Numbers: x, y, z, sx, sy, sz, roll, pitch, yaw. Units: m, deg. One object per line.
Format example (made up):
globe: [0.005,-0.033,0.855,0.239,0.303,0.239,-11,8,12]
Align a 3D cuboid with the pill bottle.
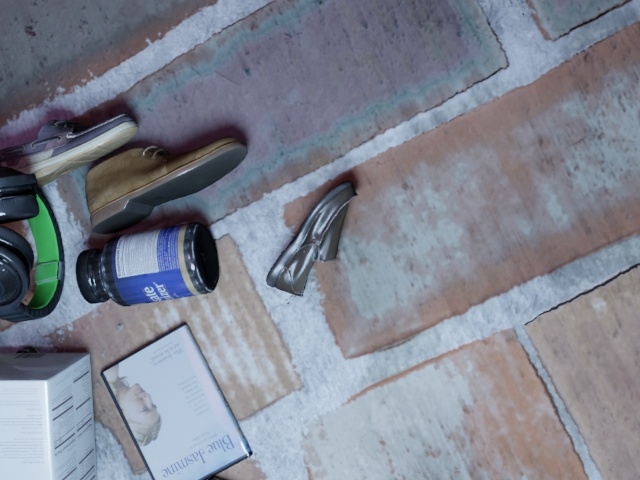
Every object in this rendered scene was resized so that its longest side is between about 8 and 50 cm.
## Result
pill bottle: [-0.291,0.044,1.682,0.219,0.123,0.123,-10,85,13]

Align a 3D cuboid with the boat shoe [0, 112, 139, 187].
boat shoe: [-0.452,-0.166,1.742,0.285,0.103,0.092,-23,87,18]

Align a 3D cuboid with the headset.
headset: [-0.550,-0.013,1.611,0.185,0.394,0.244,-9,63,11]

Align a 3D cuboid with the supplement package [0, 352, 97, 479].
supplement package: [-0.499,0.334,1.654,0.199,0.198,0.263,-1,97,7]

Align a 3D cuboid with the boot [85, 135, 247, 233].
boot: [-0.271,-0.123,1.699,0.305,0.112,0.115,-23,72,14]

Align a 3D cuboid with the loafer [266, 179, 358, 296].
loafer: [0.000,0.000,1.644,0.078,0.080,0.220,36,101,3]

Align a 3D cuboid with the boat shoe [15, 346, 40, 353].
boat shoe: [-0.498,0.249,1.766,0.049,0.042,0.133,-30,83,8]

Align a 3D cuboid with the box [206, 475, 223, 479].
box: [-0.108,0.481,1.653,0.206,0.036,0.114,20,92,7]

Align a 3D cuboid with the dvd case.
dvd case: [-0.249,0.295,1.713,0.180,0.022,0.253,-30,82,10]
